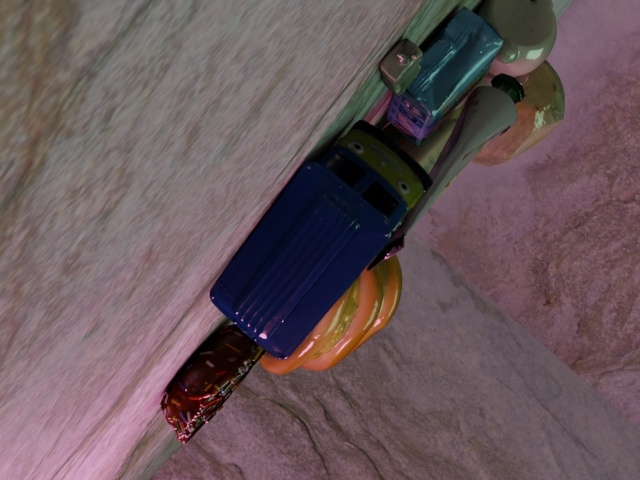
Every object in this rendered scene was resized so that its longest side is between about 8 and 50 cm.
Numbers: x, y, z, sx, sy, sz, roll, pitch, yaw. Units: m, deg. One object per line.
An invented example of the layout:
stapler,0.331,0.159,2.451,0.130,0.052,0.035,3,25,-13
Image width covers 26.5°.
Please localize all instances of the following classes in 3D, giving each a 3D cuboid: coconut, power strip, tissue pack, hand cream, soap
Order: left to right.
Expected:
tissue pack,0.119,-0.101,2.042,0.148,0.092,0.196,1,-142,43
power strip,0.096,-0.204,1.608,0.047,0.030,0.191,-47,176,1
soap,0.167,-0.221,1.875,0.156,0.077,0.293,-48,177,-3
hand cream,0.175,-0.097,1.867,0.336,0.076,0.121,-52,-179,-23
coconut,0.340,-0.254,2.566,0.237,0.197,0.237,-37,175,-4

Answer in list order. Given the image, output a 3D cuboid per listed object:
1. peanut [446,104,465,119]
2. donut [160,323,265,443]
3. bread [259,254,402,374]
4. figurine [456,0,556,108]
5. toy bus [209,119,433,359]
peanut,0.208,-0.217,2.258,0.214,0.099,0.099,-45,175,-24
donut,-0.183,0.232,2.297,0.235,0.089,0.235,-48,177,-4
bread,0.017,0.128,2.612,0.316,0.211,0.270,-54,173,26
figurine,0.267,-0.284,2.060,0.235,0.127,0.155,123,-17,-64
toy bus,0.000,0.000,1.750,0.288,0.138,0.175,-52,176,38
